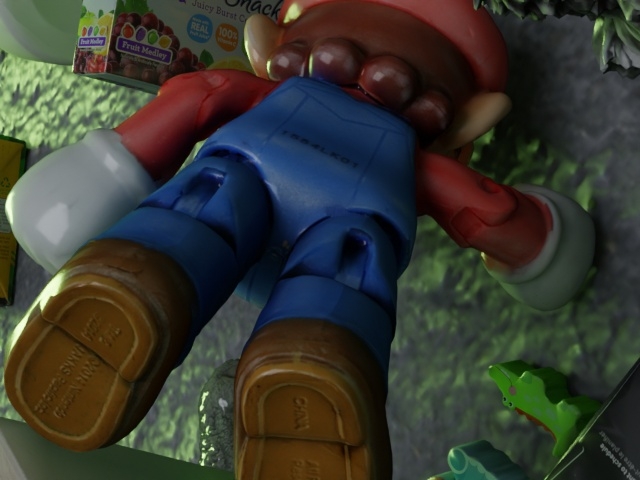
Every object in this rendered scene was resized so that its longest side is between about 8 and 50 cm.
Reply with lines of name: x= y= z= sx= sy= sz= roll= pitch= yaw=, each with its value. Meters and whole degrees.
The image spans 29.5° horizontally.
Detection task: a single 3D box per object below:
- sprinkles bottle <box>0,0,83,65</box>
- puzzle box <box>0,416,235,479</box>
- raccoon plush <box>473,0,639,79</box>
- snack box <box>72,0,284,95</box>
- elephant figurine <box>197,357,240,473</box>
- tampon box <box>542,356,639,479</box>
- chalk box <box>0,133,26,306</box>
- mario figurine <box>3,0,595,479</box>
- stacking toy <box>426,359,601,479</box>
sprinkles bottle: x=-0.277 y=-0.209 z=0.918 sx=0.355 sy=0.121 sz=0.121 roll=17 pitch=95 yaw=45
puzzle box: x=0.058 y=0.223 z=0.390 sx=0.052 sy=0.272 sz=0.409 roll=-54 pitch=46 yaw=9
raccoon plush: x=0.172 y=-0.018 z=0.323 sx=0.299 sy=0.216 sz=0.447 roll=-24 pitch=43 yaw=44
snack box: x=-0.063 y=-0.127 z=0.678 sx=0.037 sy=0.141 sz=0.100 roll=7 pitch=88 yaw=46
elephant figurine: x=-0.069 y=0.218 z=0.641 sx=0.239 sy=0.186 sz=0.169 roll=-121 pitch=14 yaw=-45
tampon box: x=0.176 y=0.085 z=0.391 sx=0.120 sy=0.161 sz=0.101 roll=50 pitch=117 yaw=36
chalk box: x=-0.345 y=-0.021 z=0.947 sx=0.213 sy=0.132 sz=0.132 roll=0 pitch=83 yaw=43
mario figurine: x=0.000 y=0.000 z=0.521 sx=0.170 sy=0.320 sz=0.198 roll=-28 pitch=107 yaw=32
stacking toy: x=0.088 y=0.128 z=0.467 sx=0.221 sy=0.167 sz=0.052 roll=42 pitch=124 yaw=41
